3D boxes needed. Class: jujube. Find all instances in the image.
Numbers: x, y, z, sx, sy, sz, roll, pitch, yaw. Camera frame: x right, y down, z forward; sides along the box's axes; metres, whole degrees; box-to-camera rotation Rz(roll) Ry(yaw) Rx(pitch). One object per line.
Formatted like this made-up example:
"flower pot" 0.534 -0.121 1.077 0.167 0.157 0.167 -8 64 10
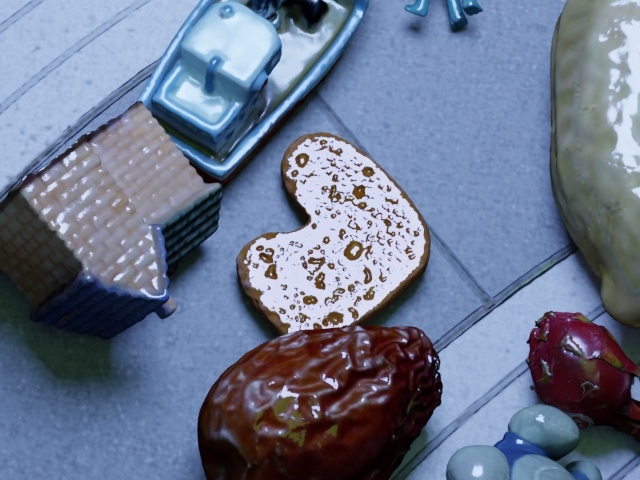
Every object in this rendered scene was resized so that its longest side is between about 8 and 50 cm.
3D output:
"jujube" 0.007 0.155 1.245 0.236 0.168 0.168 -25 73 -34

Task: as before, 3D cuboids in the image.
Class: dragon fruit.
"dragon fruit" 0.267 0.144 1.313 0.190 0.094 0.094 42 69 -3

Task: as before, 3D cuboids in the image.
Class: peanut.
"peanut" 0.318 -0.099 1.374 0.192 0.169 0.387 6 71 -10

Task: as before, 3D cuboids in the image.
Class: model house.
"model house" -0.188 -0.003 1.287 0.172 0.166 0.183 49 55 -4

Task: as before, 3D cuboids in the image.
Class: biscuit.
"biscuit" 0.000 0.000 1.362 0.192 0.036 0.186 -40 75 -19

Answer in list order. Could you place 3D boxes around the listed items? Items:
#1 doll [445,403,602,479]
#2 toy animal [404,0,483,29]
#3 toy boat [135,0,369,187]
"doll" 0.223 0.274 1.208 0.258 0.228 0.154 34 113 19
"toy animal" 0.122 -0.323 1.489 0.103 0.100 0.208 -11 68 31
"toy boat" -0.049 -0.215 1.389 0.145 0.133 0.331 33 68 7
